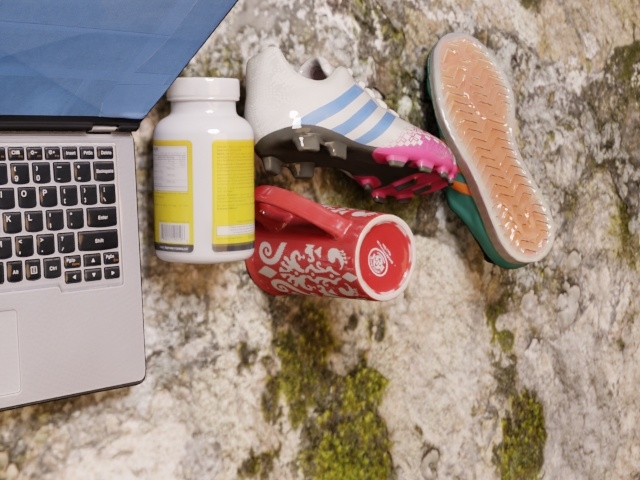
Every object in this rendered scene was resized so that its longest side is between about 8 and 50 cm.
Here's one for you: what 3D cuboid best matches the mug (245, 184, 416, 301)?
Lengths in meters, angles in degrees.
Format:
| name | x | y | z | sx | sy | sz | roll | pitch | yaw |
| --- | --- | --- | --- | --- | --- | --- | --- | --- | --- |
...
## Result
| name | x | y | z | sx | sy | sz | roll | pitch | yaw |
| --- | --- | --- | --- | --- | --- | --- | --- | --- | --- |
| mug | 0.000 | 0.010 | 1.278 | 0.150 | 0.169 | 0.113 | 14 | 86 | -42 |

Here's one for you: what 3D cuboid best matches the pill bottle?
| name | x | y | z | sx | sy | sz | roll | pitch | yaw |
| --- | --- | --- | --- | --- | --- | --- | --- | --- | --- |
| pill bottle | -0.118 | -0.072 | 1.209 | 0.103 | 0.103 | 0.184 | -4 | 97 | -41 |

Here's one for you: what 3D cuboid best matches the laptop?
| name | x | y | z | sx | sy | sz | roll | pitch | yaw |
| --- | --- | --- | --- | --- | --- | --- | --- | --- | --- |
| laptop | -0.237 | -0.046 | 0.989 | 0.382 | 0.236 | 0.408 | -5 | 94 | -48 |

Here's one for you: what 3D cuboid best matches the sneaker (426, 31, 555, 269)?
| name | x | y | z | sx | sy | sz | roll | pitch | yaw |
| --- | --- | --- | --- | --- | --- | --- | --- | --- | --- |
| sneaker | 0.191 | -0.105 | 1.494 | 0.108 | 0.121 | 0.302 | -16 | 86 | -21 |

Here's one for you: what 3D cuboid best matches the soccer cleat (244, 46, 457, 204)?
| name | x | y | z | sx | sy | sz | roll | pitch | yaw |
| --- | --- | --- | --- | --- | --- | --- | --- | --- | --- |
| soccer cleat | 0.043 | -0.134 | 1.344 | 0.331 | 0.116 | 0.143 | 11 | 62 | -50 |
